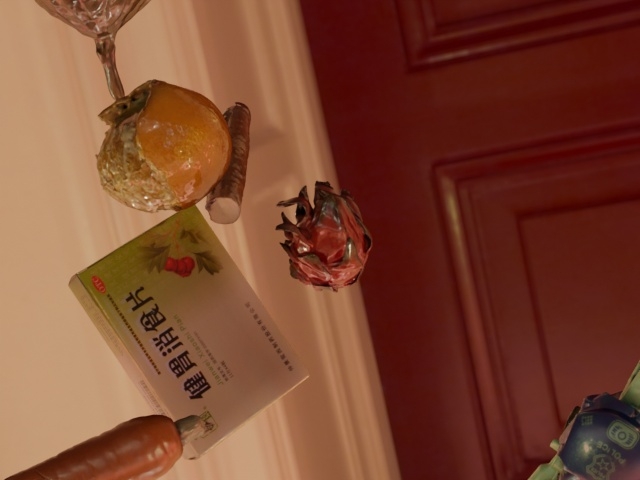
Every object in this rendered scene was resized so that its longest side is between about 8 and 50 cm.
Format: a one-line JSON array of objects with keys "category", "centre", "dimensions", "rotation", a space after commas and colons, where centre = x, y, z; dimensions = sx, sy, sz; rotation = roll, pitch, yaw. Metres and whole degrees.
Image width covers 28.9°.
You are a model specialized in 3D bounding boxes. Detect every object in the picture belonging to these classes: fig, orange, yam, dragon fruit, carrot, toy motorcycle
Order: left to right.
[{"category": "carrot", "centre": [-0.267, 0.245, 1.222], "dimensions": [0.336, 0.069, 0.069], "rotation": [-22, -168, -15]}, {"category": "fig", "centre": [-0.344, -0.401, 1.972], "dimensions": [0.286, 0.369, 0.286], "rotation": [-12, -171, 2]}, {"category": "orange", "centre": [-0.171, -0.101, 1.327], "dimensions": [0.156, 0.134, 0.156], "rotation": [-22, -159, 9]}, {"category": "yam", "centre": [-0.112, -0.101, 1.541], "dimensions": [0.046, 0.046, 0.264], "rotation": [-11, -149, 7]}, {"category": "dragon fruit", "centre": [0.007, -0.001, 1.661], "dimensions": [0.121, 0.142, 0.130], "rotation": [-17, -155, -1]}, {"category": "toy motorcycle", "centre": [0.288, 0.237, 1.289], "dimensions": [0.125, 0.331, 0.196], "rotation": [33, -138, 16]}]

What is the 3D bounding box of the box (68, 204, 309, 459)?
[{"category": "box", "centre": [-0.157, 0.108, 1.498], "dimensions": [0.175, 0.261, 0.062], "rotation": [-34, -178, -26]}]
